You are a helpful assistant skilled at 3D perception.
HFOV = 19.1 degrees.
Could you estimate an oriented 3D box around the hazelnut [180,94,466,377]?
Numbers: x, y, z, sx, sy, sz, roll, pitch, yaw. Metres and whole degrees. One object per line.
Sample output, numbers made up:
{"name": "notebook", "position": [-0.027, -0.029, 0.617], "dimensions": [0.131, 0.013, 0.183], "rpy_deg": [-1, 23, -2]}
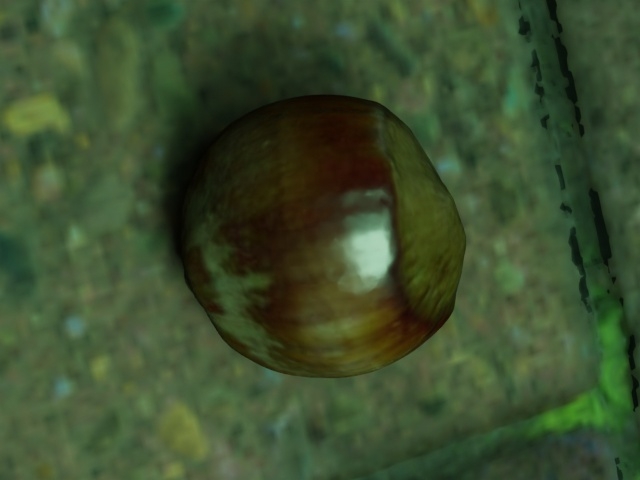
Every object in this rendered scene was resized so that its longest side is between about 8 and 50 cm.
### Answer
{"name": "hazelnut", "position": [0.000, 0.000, 0.544], "dimensions": [0.086, 0.086, 0.086], "rpy_deg": [-1, 92, -24]}
